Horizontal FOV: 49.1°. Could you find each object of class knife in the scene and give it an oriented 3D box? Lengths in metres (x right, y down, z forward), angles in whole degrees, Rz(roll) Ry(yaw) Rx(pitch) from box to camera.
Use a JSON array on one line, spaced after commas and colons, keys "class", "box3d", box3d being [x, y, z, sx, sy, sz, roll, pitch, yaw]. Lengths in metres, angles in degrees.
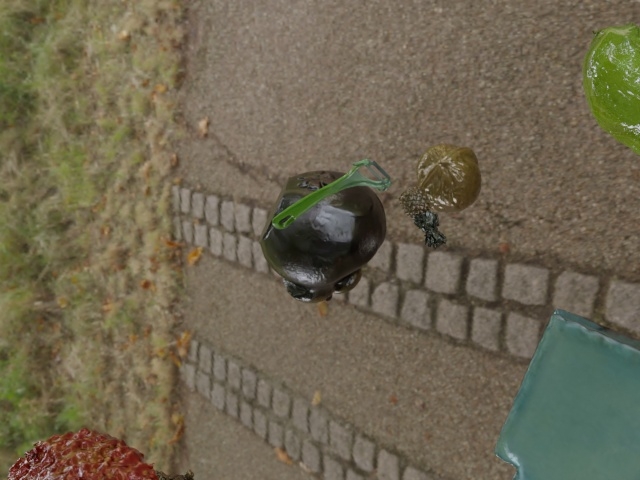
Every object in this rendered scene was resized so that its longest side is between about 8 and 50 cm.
[{"class": "knife", "box3d": [0.009, -0.056, 0.913, 0.166, 0.078, 0.022, -26, 52, 21]}]

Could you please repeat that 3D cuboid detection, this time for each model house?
[{"class": "model house", "box3d": [0.425, 0.276, 1.097, 0.230, 0.249, 0.280, 25, 92, 26]}]

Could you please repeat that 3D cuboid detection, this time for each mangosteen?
[{"class": "mangosteen", "box3d": [-0.003, -0.003, 1.417, 0.287, 0.233, 0.287, -161, 90, -77]}]

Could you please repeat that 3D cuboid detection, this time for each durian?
[{"class": "durian", "box3d": [0.746, -0.356, 1.634, 0.340, 0.204, 0.255, 40, 90, 27]}]

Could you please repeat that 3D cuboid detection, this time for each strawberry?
[{"class": "strawberry", "box3d": [-0.227, 0.266, 0.637, 0.228, 0.098, 0.174, 3, 74, 52]}]

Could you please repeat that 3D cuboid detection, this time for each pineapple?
[{"class": "pineapple", "box3d": [0.250, -0.052, 1.694, 0.159, 0.074, 0.074, 62, 146, 17]}]

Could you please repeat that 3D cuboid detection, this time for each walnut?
[{"class": "walnut", "box3d": [0.400, -0.198, 2.196, 0.228, 0.228, 0.227, 28, 125, 50]}]

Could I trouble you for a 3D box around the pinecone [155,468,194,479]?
[{"class": "pinecone", "box3d": [-0.372, 0.691, 1.768, 0.186, 0.212, 0.168, 5, 138, 35]}]
